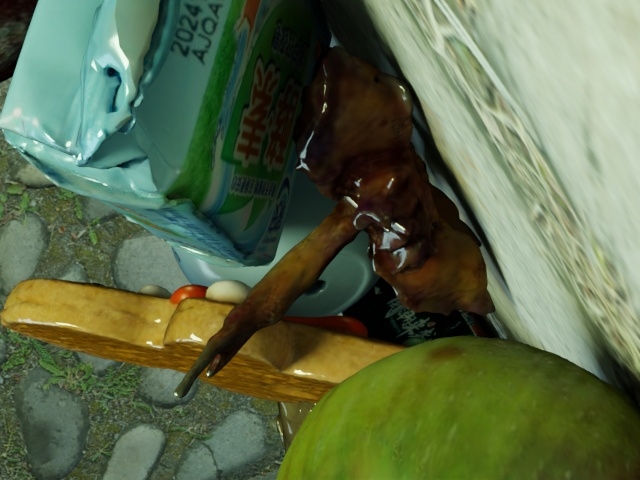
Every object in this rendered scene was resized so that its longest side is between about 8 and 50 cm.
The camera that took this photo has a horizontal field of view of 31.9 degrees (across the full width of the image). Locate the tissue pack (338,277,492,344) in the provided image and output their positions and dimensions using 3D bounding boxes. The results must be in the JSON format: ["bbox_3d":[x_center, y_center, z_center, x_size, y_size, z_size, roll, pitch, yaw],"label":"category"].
[{"bbox_3d":[0.071,0.069,0.830,0.103,0.090,0.170,58,179,-37],"label":"tissue pack"}]

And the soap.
[{"bbox_3d":[-0.056,-0.077,0.519,0.077,0.156,0.293,14,174,9],"label":"soap"}]

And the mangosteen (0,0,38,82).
[{"bbox_3d":[-0.211,-0.228,0.665,0.347,0.307,0.307,14,-145,-45],"label":"mangosteen"}]

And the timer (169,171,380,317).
[{"bbox_3d":[-0.041,-0.042,0.792,0.175,0.175,0.255,58,178,-33],"label":"timer"}]

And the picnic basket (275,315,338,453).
[{"bbox_3d":[0.070,0.212,1.403,0.291,0.254,0.321,54,-165,-84],"label":"picnic basket"}]

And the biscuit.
[{"bbox_3d":[-0.025,0.063,0.643,0.205,0.324,0.049,66,-147,-73],"label":"biscuit"}]

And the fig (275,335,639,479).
[{"bbox_3d":[0.074,0.092,0.418,0.149,0.149,0.245,59,-151,3],"label":"fig"}]

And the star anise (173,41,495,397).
[{"bbox_3d":[-0.004,-0.003,0.508,0.158,0.144,0.140,58,-171,-1],"label":"star anise"}]
